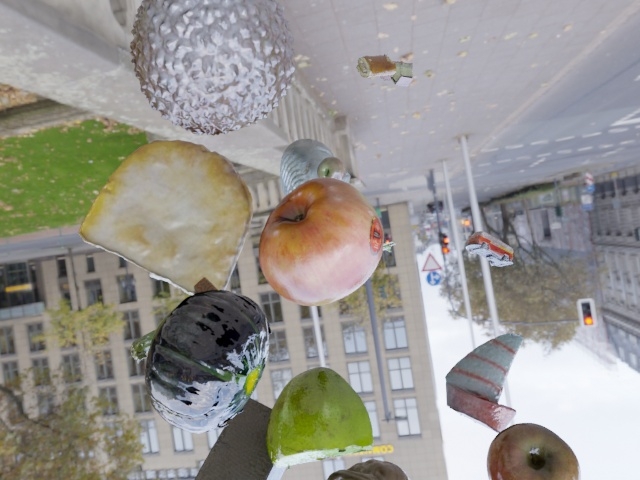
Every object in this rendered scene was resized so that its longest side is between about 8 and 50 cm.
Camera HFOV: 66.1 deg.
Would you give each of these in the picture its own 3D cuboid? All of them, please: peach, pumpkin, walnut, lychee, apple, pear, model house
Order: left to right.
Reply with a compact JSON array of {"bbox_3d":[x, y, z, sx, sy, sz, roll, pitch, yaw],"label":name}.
[{"bbox_3d":[-0.249,0.233,1.019,0.296,0.295,0.296,-8,180,0],"label":"pumpkin"},{"bbox_3d":[-0.185,-0.332,0.846,0.300,0.300,0.300,-8,180,0],"label":"lychee"},{"bbox_3d":[-0.030,0.426,1.237,0.288,0.239,0.139,-23,137,26],"label":"pear"},{"bbox_3d":[0.000,0.000,0.789,0.209,0.164,0.209,-26,-149,18],"label":"apple"},{"bbox_3d":[0.032,-0.199,1.400,0.083,0.083,0.083,-8,180,0],"label":"peach"},{"bbox_3d":[0.120,0.695,1.262,0.273,0.227,0.273,-12,161,-4],"label":"walnut"},{"bbox_3d":[0.191,-0.422,1.243,0.057,0.058,0.083,14,-161,38],"label":"model house"},{"bbox_3d":[0.452,0.494,1.053,0.188,0.188,0.173,-9,141,8],"label":"apple"}]

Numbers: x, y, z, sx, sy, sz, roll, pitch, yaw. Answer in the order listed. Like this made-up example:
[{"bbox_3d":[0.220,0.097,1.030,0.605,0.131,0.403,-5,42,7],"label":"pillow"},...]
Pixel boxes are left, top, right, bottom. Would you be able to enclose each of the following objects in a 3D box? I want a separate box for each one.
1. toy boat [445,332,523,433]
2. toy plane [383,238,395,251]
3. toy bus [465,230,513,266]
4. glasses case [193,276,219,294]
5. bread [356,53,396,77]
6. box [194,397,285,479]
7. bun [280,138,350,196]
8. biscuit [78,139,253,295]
[{"bbox_3d":[0.472,0.370,1.372,0.206,0.282,0.096,26,164,15],"label":"toy boat"},{"bbox_3d":[0.192,0.020,1.602,0.111,0.040,0.102,3,155,-33],"label":"toy plane"},{"bbox_3d":[0.604,0.028,1.752,0.174,0.077,0.079,28,160,-16],"label":"toy bus"},{"bbox_3d":[-0.244,0.187,1.254,0.049,0.218,0.075,-43,-132,-15],"label":"glasses case"},{"bbox_3d":[0.111,-0.345,0.977,0.083,0.047,0.036,-20,163,-38],"label":"bread"},{"bbox_3d":[-0.200,0.616,1.396,0.184,0.273,0.143,19,151,20],"label":"box"},{"bbox_3d":[-0.001,-0.175,1.654,0.194,0.354,0.354,-21,-177,-17],"label":"bun"},{"bbox_3d":[-0.420,-0.078,1.428,0.429,0.446,0.104,22,164,-10],"label":"biscuit"}]
